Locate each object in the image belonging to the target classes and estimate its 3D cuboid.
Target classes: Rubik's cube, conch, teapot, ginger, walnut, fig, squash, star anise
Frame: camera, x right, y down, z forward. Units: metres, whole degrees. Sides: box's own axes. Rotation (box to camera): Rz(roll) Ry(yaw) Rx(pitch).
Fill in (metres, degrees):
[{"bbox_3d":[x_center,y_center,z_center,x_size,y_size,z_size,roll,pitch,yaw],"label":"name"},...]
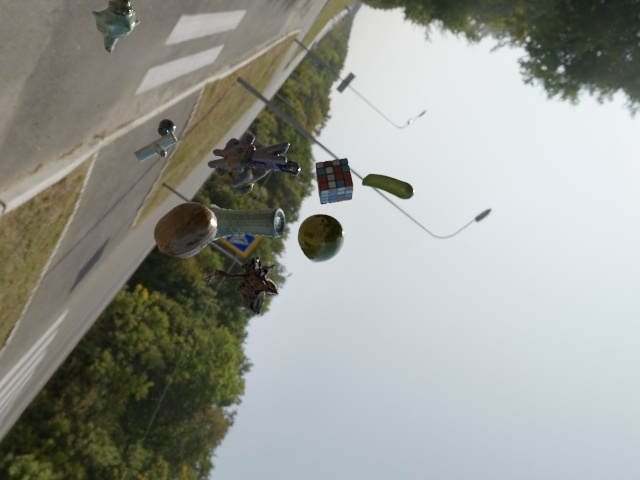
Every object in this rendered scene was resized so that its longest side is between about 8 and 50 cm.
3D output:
[{"bbox_3d":[0.061,-0.270,2.144,0.154,0.154,0.151,89,-9,-69],"label":"Rubik's cube"},{"bbox_3d":[-0.729,-0.775,1.653,0.234,0.137,0.114,-49,-123,15],"label":"conch"},{"bbox_3d":[-0.633,-0.447,1.906,0.057,0.066,0.088,-70,169,-52],"label":"teapot"},{"bbox_3d":[-0.229,-0.225,1.507,0.214,0.133,0.059,-41,-121,0],"label":"ginger"},{"bbox_3d":[-0.433,-0.032,1.502,0.207,0.167,0.167,-39,-169,-15],"label":"walnut"},{"bbox_3d":[0.005,-0.009,2.027,0.207,0.207,0.230,-60,161,-21],"label":"fig"},{"bbox_3d":[0.314,-0.253,2.153,0.083,0.250,0.083,-57,159,-36],"label":"squash"},{"bbox_3d":[-0.316,0.177,1.928,0.148,0.345,0.238,6,92,-75],"label":"star anise"}]

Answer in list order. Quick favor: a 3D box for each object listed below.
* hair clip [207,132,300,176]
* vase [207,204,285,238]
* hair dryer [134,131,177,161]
[{"bbox_3d":[-0.197,-0.251,1.363,0.090,0.278,0.137,80,21,-62],"label":"hair clip"},{"bbox_3d":[-0.292,-0.070,1.810,0.298,0.143,0.143,1,-137,20],"label":"vase"},{"bbox_3d":[-0.569,-0.303,1.608,0.154,0.044,0.183,-30,-149,0],"label":"hair dryer"}]
